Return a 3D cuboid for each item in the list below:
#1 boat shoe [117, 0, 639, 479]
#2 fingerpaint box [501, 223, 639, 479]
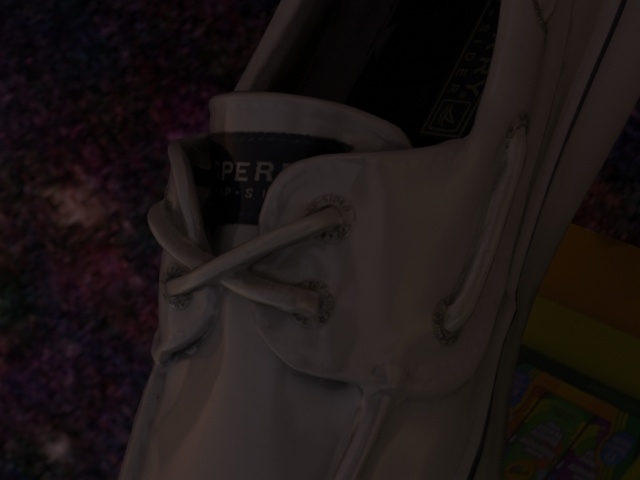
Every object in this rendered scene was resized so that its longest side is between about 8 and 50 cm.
[{"bbox_3d":[0.000,0.000,0.365,0.095,0.258,0.084,2,149,35],"label":"boat shoe"},{"bbox_3d":[0.061,0.205,0.388,0.163,0.371,0.445,41,172,-28],"label":"fingerpaint box"}]
